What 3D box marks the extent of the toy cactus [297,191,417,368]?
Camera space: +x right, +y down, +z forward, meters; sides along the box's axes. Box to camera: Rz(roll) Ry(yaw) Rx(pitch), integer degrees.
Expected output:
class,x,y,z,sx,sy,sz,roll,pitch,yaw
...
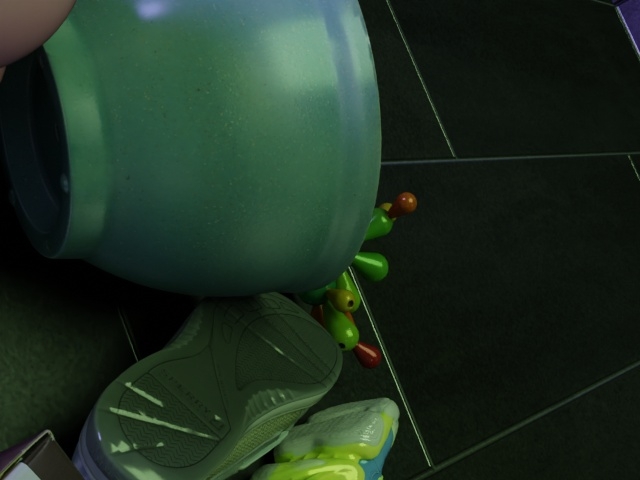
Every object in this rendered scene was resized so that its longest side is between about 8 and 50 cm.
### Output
class,x,y,z,sx,sy,sz,roll,pitch,yaw
toy cactus,0.000,0.000,1.042,0.180,0.112,0.219,25,55,-30

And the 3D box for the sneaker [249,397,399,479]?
class,x,y,z,sx,sy,sz,roll,pitch,yaw
sneaker,0.003,0.222,0.897,0.240,0.091,0.126,-31,106,-51

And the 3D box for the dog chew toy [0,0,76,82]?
class,x,y,z,sx,sy,sz,roll,pitch,yaw
dog chew toy,-0.226,-0.170,0.622,0.207,0.332,0.206,34,41,-36

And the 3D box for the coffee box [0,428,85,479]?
class,x,y,z,sx,sy,sz,roll,pitch,yaw
coffee box,-0.135,0.268,0.580,0.297,0.168,0.119,56,33,-10

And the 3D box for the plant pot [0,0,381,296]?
class,x,y,z,sx,sy,sz,roll,pitch,yaw
plant pot,-0.117,-0.087,0.801,0.196,0.293,0.293,-12,75,-29

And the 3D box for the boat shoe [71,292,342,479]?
class,x,y,z,sx,sy,sz,roll,pitch,yaw
boat shoe,-0.084,0.123,0.838,0.118,0.103,0.320,43,27,5
